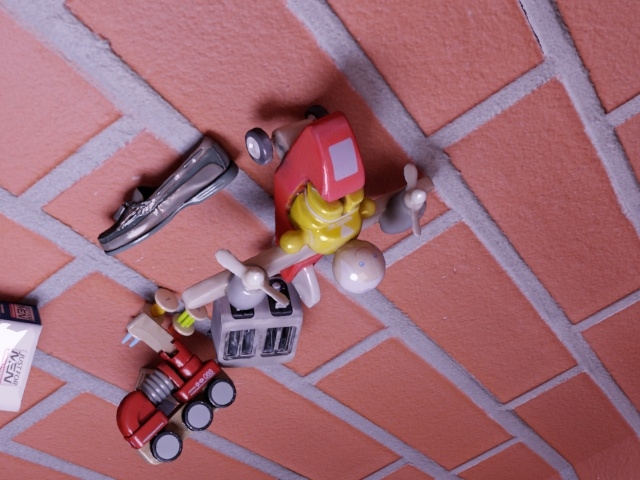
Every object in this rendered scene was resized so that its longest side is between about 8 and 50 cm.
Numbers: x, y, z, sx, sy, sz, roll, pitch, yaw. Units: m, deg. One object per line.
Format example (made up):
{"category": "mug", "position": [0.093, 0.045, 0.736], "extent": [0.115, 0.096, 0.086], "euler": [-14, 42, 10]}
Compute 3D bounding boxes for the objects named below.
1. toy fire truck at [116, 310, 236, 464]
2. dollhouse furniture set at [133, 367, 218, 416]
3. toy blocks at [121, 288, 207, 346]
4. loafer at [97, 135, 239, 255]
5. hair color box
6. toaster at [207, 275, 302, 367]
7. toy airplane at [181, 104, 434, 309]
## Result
{"category": "toy fire truck", "position": [-0.309, 0.271, 1.391], "extent": [0.217, 0.246, 0.158], "euler": [-43, -175, -26]}
{"category": "dollhouse furniture set", "position": [-0.301, 0.367, 1.565], "extent": [0.129, 0.129, 0.183], "euler": [-3, 152, 45]}
{"category": "toy blocks", "position": [-0.315, 0.169, 1.452], "extent": [0.123, 0.054, 0.148], "euler": [24, 125, -38]}
{"category": "loafer", "position": [-0.266, -0.077, 1.209], "extent": [0.267, 0.096, 0.084], "euler": [-32, 116, 5]}
{"category": "hair color box", "position": [-0.682, 0.180, 1.259], "extent": [0.347, 0.105, 0.174], "euler": [14, 99, -29]}
{"category": "toaster", "position": [-0.134, 0.167, 1.469], "extent": [0.168, 0.110, 0.186], "euler": [-1, 135, -16]}
{"category": "toy airplane", "position": [0.000, 0.000, 1.223], "extent": [0.386, 0.272, 0.384], "euler": [-49, 150, 12]}
